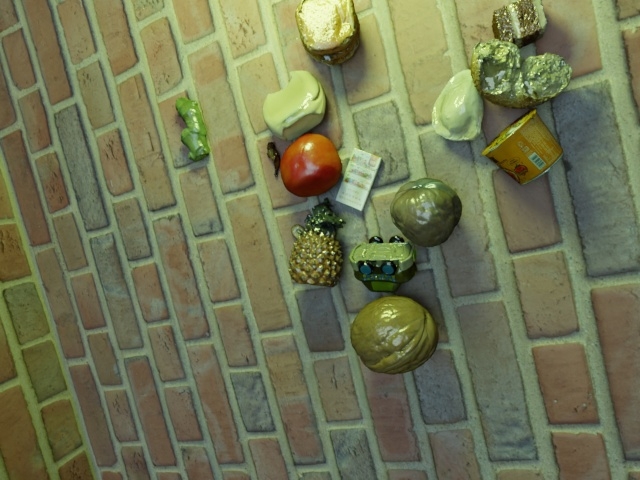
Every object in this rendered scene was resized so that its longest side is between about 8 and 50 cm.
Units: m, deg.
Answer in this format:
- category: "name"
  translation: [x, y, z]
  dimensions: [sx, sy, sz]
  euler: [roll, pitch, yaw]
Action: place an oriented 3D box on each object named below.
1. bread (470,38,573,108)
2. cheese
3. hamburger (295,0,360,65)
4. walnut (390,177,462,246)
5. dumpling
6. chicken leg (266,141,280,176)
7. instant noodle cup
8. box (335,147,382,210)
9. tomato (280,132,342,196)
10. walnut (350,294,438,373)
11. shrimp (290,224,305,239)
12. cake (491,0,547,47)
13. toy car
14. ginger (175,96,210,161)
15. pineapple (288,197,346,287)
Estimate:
- category: "bread"
  translation: [0.606, -0.518, 1.419]
  dimensions: [0.314, 0.192, 0.171]
  euler: [15, 88, -8]
- category: "cheese"
  translation: [-0.105, -0.524, 1.726]
  dimensions: [0.266, 0.127, 0.233]
  euler: [-28, 60, 19]
- category: "hamburger"
  translation: [0.022, -0.782, 1.605]
  dimensions: [0.261, 0.211, 0.245]
  euler: [30, 101, 8]
- category: "walnut"
  translation: [0.372, -0.098, 1.560]
  dimensions: [0.249, 0.248, 0.248]
  euler: [4, 100, 21]
- category: "dumpling"
  translation: [0.473, -0.464, 1.536]
  dimensions: [0.180, 0.132, 0.251]
  euler: [-6, 87, 45]
- category: "chicken leg"
  translation: [-0.197, -0.344, 1.856]
  dimensions: [0.062, 0.037, 0.144]
  euler: [-17, 92, 45]
- category: "instant noodle cup"
  translation: [0.669, -0.299, 1.445]
  dimensions: [0.172, 0.216, 0.216]
  euler: [46, 111, -1]
- category: "box"
  translation: [0.151, -0.240, 1.739]
  dimensions: [0.122, 0.032, 0.220]
  euler: [24, 106, 16]
- category: "tomato"
  translation: [-0.047, -0.293, 1.730]
  dimensions: [0.260, 0.180, 0.259]
  euler: [2, 97, 21]
- category: "walnut"
  translation: [0.270, 0.358, 1.660]
  dimensions: [0.333, 0.333, 0.332]
  euler: [4, 100, 21]
- category: "shrimp"
  translation: [-0.082, -0.023, 1.872]
  dimensions: [0.059, 0.023, 0.108]
  euler: [-44, 83, 13]
- category: "cake"
  translation: [0.642, -0.692, 1.425]
  dimensions: [0.147, 0.135, 0.134]
  euler: [-12, 93, 18]
- category: "toy car"
  translation: [0.250, 0.111, 1.698]
  dimensions: [0.248, 0.204, 0.198]
  euler: [-3, 121, 23]
- category: "ginger"
  translation: [-0.572, -0.493, 1.951]
  dimensions: [0.137, 0.089, 0.289]
  euler: [-1, 102, 40]
- category: "pineapple"
  translation: [0.000, 0.000, 1.761]
  dimensions: [0.223, 0.223, 0.356]
  euler: [12, 92, 19]
